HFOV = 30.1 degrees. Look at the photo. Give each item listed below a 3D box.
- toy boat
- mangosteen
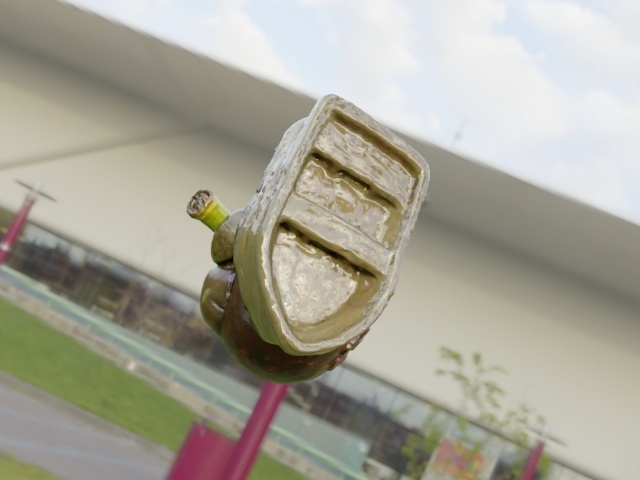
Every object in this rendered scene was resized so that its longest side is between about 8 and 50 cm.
[{"bbox_3d":[0.000,0.000,0.865,0.116,0.188,0.061,33,-25,-24],"label":"toy boat"},{"bbox_3d":[-0.037,0.037,1.024,0.181,0.156,0.145,28,-38,23],"label":"mangosteen"}]
